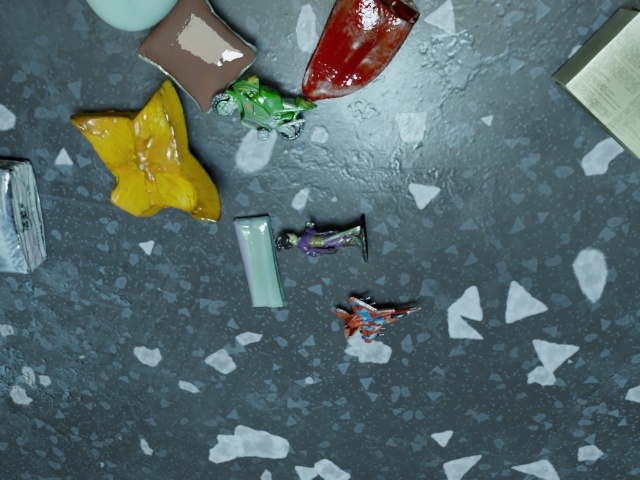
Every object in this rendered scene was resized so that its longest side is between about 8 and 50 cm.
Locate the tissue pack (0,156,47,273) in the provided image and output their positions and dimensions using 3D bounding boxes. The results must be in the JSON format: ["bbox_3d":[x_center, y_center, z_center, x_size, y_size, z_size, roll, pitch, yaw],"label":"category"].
[{"bbox_3d":[-0.808,-0.060,1.274,0.362,0.122,0.259,3,117,2],"label":"tissue pack"}]

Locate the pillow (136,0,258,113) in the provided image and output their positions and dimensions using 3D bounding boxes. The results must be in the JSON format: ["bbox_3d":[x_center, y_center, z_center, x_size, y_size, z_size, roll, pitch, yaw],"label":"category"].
[{"bbox_3d":[-0.228,-0.356,1.094,0.179,0.075,0.171,43,112,-13],"label":"pillow"}]

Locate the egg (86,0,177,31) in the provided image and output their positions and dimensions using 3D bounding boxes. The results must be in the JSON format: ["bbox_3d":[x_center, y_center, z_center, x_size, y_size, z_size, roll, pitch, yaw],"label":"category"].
[{"bbox_3d":[-0.301,-0.528,0.938,0.230,0.230,0.370,16,123,-2],"label":"egg"}]

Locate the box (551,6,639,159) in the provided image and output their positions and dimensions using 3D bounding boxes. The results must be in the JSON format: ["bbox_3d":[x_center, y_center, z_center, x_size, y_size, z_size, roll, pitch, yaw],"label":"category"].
[{"bbox_3d":[0.558,-0.279,1.039,0.212,0.095,0.168,38,114,-13],"label":"box"}]

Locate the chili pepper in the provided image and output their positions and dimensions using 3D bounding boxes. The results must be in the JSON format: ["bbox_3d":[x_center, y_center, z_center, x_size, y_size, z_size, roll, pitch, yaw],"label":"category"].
[{"bbox_3d":[0.063,-0.350,1.062,0.144,0.136,0.252,-2,140,-43],"label":"chili pepper"}]

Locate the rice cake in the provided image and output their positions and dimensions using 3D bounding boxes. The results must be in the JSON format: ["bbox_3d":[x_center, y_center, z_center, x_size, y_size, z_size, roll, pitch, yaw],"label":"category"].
[{"bbox_3d":[-0.136,0.052,1.296,0.080,0.042,0.221,-6,115,7],"label":"rice cake"}]

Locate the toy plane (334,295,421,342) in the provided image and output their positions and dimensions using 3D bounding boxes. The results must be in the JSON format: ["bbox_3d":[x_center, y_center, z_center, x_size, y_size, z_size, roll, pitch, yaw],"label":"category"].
[{"bbox_3d":[0.133,0.169,1.313,0.189,0.061,0.130,-17,111,9],"label":"toy plane"}]

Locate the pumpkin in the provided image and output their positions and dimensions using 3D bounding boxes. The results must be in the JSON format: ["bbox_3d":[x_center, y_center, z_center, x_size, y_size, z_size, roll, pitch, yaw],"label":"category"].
[{"bbox_3d":[-0.343,-0.151,1.167,0.258,0.095,0.290,-14,103,26],"label":"pumpkin"}]

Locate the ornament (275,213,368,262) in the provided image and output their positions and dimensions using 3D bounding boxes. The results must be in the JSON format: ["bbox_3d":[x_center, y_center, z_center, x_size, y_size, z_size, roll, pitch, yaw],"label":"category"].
[{"bbox_3d":[0.002,-0.008,1.230,0.203,0.088,0.081,2,114,7],"label":"ornament"}]

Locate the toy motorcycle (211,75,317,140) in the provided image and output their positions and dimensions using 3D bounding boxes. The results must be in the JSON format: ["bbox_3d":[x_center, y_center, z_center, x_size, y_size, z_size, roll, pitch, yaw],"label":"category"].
[{"bbox_3d":[-0.109,-0.257,1.114,0.190,0.074,0.106,15,129,-24],"label":"toy motorcycle"}]
